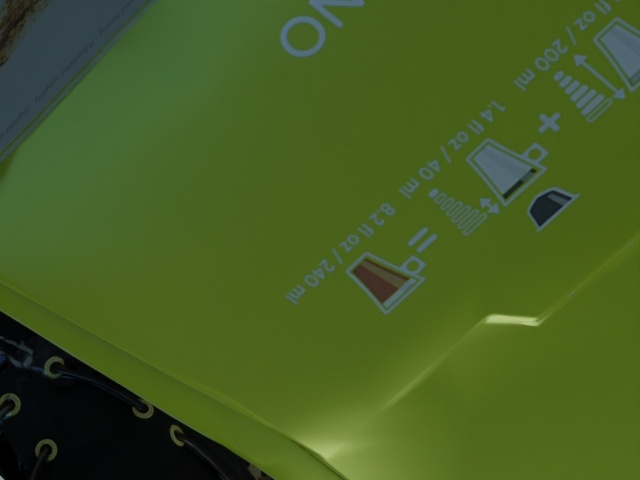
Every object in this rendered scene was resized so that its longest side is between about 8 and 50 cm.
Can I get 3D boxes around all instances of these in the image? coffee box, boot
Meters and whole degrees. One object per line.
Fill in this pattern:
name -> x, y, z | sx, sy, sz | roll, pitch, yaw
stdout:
coffee box -> 0.058, -0.110, 0.842 | 0.338, 0.334, 0.337 | 35, 113, -29
boot -> -0.187, 0.187, 1.337 | 0.377, 0.284, 0.138 | 26, 137, -22
